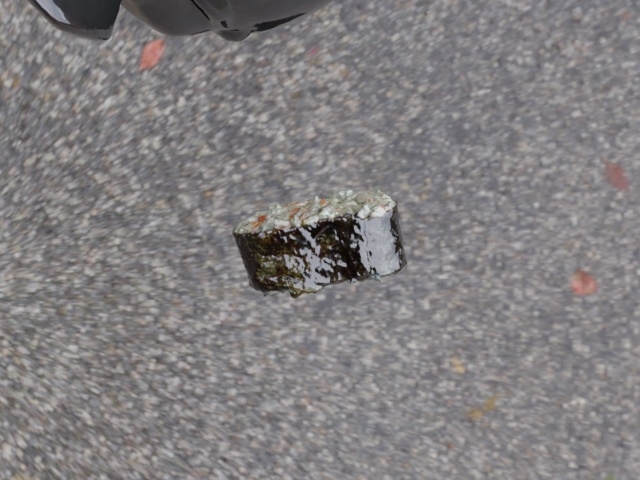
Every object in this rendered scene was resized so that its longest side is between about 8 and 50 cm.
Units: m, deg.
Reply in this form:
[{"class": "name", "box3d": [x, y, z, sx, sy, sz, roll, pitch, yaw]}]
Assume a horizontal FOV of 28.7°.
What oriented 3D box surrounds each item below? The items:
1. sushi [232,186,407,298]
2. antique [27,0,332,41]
[{"class": "sushi", "box3d": [0.000, 0.000, 1.119, 0.150, 0.090, 0.078, -9, 105, 15]}, {"class": "antique", "box3d": [-0.109, -0.209, 0.693, 0.322, 0.255, 0.185, 4, 104, -22]}]
